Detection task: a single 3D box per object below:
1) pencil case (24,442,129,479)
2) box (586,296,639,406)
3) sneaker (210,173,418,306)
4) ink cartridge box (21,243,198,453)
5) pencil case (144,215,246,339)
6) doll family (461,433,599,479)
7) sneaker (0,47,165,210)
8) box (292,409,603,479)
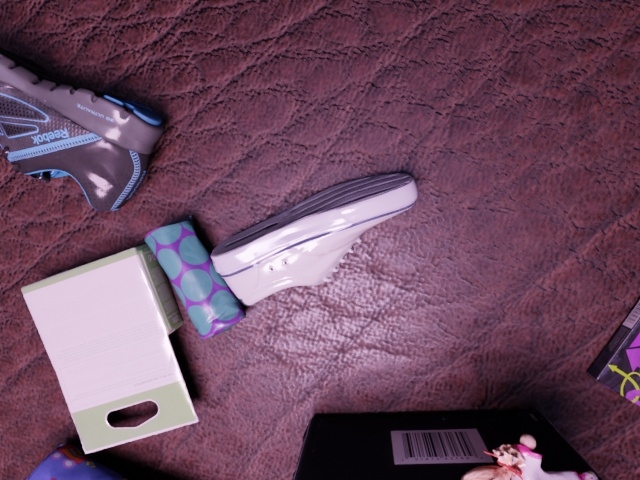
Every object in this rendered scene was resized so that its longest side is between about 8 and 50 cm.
[{"bbox_3d":[-0.234,0.369,0.564,0.306,0.133,0.119,19,61,4],"label":"pencil case"},{"bbox_3d":[0.423,0.157,0.522,0.162,0.029,0.116,31,97,2],"label":"box"},{"bbox_3d":[0.000,0.000,0.537,0.258,0.094,0.091,-22,113,9],"label":"sneaker"},{"bbox_3d":[-0.265,0.140,0.583,0.171,0.056,0.235,-19,95,8],"label":"ink cartridge box"},{"bbox_3d":[-0.156,0.047,0.558,0.064,0.070,0.151,-30,87,-18],"label":"pencil case"},{"bbox_3d":[0.157,0.296,0.334,0.163,0.118,0.263,8,94,5],"label":"doll family"},{"bbox_3d":[-0.370,-0.152,0.539,0.341,0.125,0.139,25,101,6],"label":"sneaker"},{"bbox_3d":[0.130,0.368,0.491,0.296,0.183,0.294,-3,92,6],"label":"box"}]
